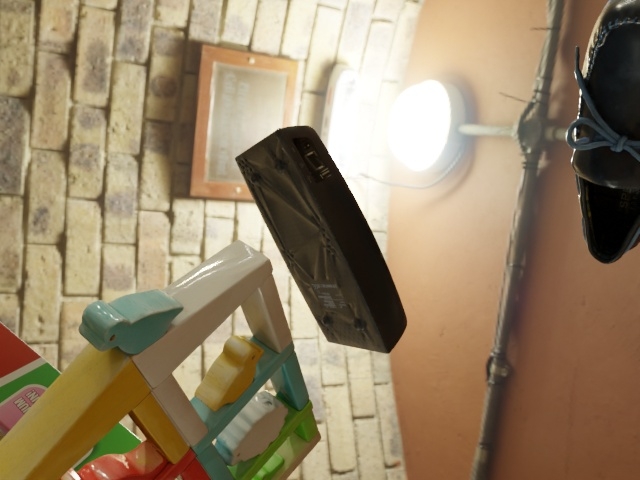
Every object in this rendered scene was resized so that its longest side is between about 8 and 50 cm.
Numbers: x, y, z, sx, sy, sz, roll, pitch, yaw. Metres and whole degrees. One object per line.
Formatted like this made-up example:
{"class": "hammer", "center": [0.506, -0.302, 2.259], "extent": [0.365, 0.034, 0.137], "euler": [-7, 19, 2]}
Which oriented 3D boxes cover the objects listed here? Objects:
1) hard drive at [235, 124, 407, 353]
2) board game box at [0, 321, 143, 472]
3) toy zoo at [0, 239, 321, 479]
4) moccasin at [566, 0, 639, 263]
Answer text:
{"class": "hard drive", "center": [0.000, 0.000, 0.716], "extent": [0.255, 0.054, 0.172], "euler": [63, -23, -7]}
{"class": "board game box", "center": [-0.326, 0.163, 0.606], "extent": [0.064, 0.316, 0.242], "euler": [-48, 176, -46]}
{"class": "toy zoo", "center": [-0.088, 0.129, 0.409], "extent": [0.030, 0.192, 0.293], "euler": [30, -29, 30]}
{"class": "moccasin", "center": [0.342, -0.095, 0.691], "extent": [0.137, 0.342, 0.117], "euler": [17, -120, 38]}
